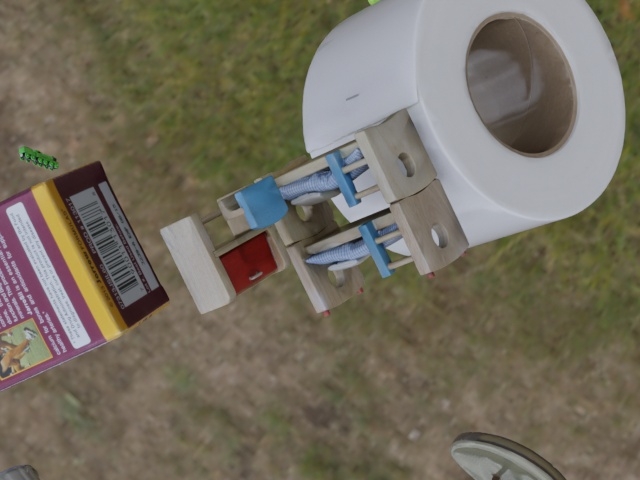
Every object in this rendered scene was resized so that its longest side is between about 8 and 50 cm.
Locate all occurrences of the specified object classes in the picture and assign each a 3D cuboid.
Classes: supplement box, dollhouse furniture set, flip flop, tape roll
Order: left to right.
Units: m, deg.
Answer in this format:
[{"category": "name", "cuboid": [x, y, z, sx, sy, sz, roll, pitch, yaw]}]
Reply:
[{"category": "supplement box", "cuboid": [-0.205, 0.038, 0.945, 0.188, 0.081, 0.104, -24, 94, 20]}, {"category": "dollhouse furniture set", "cuboid": [0.000, 0.000, 1.192, 0.129, 0.184, 0.129, -22, 96, 41]}, {"category": "tape roll", "cuboid": [0.129, -0.119, 1.359, 0.246, 0.246, 0.169, 52, 146, -13]}, {"category": "flip flop", "cuboid": [0.218, 0.306, 1.485, 0.277, 0.080, 0.112, 56, 152, 0]}]

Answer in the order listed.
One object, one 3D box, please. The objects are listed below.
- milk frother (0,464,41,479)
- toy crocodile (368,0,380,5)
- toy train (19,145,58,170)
[{"category": "milk frother", "cuboid": [-0.356, 0.336, 1.731, 0.135, 0.129, 0.143, 41, 172, 34]}, {"category": "toy crocodile", "cuboid": [0.120, -0.290, 1.719, 0.115, 0.340, 0.105, -7, 103, 12]}, {"category": "toy train", "cuboid": [-0.460, -0.134, 2.472, 0.017, 0.023, 0.083, -23, 156, 29]}]
